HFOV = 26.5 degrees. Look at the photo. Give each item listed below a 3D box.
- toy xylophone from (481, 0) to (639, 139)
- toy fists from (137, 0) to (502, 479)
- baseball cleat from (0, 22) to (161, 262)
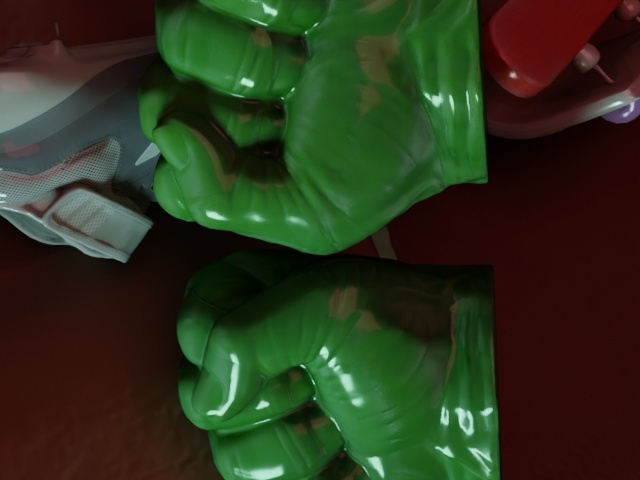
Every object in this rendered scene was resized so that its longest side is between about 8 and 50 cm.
[{"bbox_3d":[0.039,-0.167,0.654,0.322,0.081,0.236,44,41,-9],"label":"toy xylophone"},{"bbox_3d":[0.000,0.000,0.564,0.142,0.096,0.279,-3,111,8],"label":"toy fists"},{"bbox_3d":[-0.072,-0.049,0.629,0.206,0.072,0.109,-10,102,-28],"label":"baseball cleat"}]
